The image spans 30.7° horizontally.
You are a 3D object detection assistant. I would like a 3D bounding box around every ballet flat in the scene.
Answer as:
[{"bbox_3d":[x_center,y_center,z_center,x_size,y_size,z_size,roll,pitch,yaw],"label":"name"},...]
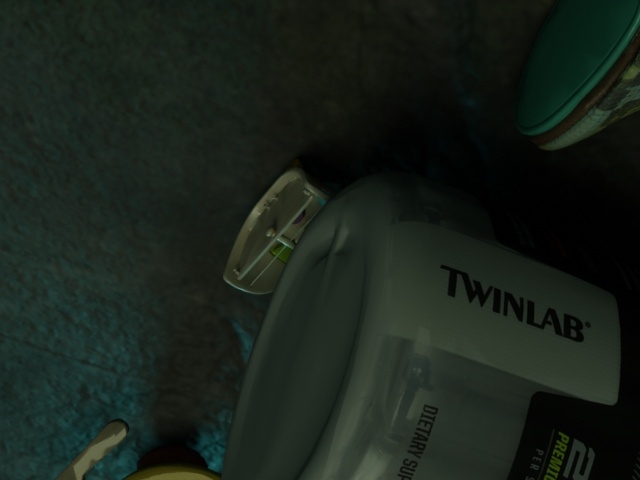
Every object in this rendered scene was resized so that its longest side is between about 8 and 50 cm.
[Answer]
[{"bbox_3d":[0.159,-0.125,0.505,0.079,0.077,0.221,5,130,-17],"label":"ballet flat"}]

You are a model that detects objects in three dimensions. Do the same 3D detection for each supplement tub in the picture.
[{"bbox_3d":[0.138,0.112,0.581,0.338,0.207,0.207,20,129,-15],"label":"supplement tub"}]

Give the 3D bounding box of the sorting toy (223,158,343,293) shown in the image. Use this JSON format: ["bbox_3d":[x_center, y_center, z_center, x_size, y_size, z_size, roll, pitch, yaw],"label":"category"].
[{"bbox_3d":[0.000,0.000,0.649,0.075,0.045,0.083,29,126,-21],"label":"sorting toy"}]

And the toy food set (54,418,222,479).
[{"bbox_3d":[-0.083,0.204,0.801,0.218,0.071,0.128,36,106,-2],"label":"toy food set"}]
